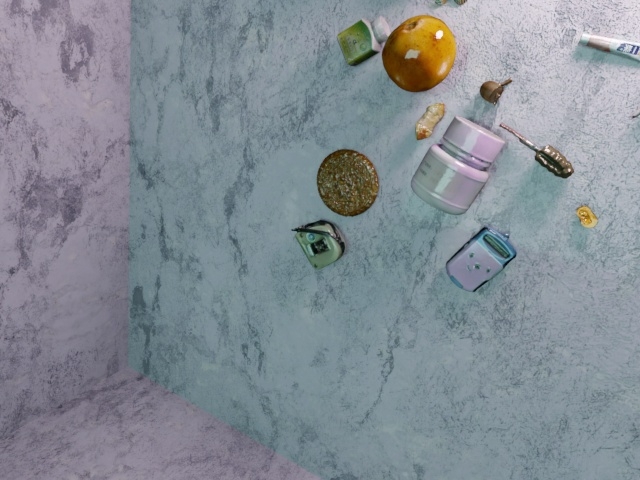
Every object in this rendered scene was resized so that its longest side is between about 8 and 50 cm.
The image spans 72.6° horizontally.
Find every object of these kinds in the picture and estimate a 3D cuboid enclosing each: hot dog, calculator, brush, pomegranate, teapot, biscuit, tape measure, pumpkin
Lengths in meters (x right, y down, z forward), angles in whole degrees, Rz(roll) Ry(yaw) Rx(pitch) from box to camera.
[{"bbox_3d":[0.418,-0.460,1.685,0.078,0.061,0.169,35,99,-19],"label":"hot dog"},{"bbox_3d":[0.633,0.077,1.723,0.173,0.051,0.293,46,120,12],"label":"calculator"},{"bbox_3d":[0.757,-0.326,1.533,0.301,0.084,0.071,45,121,17],"label":"brush"},{"bbox_3d":[0.356,-0.665,1.562,0.264,0.264,0.264,8,107,27],"label":"pomegranate"},{"bbox_3d":[0.631,-0.541,1.560,0.110,0.085,0.080,-40,58,3],"label":"teapot"},{"bbox_3d":[0.114,-0.251,1.922,0.305,0.038,0.305,8,107,27],"label":"biscuit"},{"bbox_3d":[0.000,0.000,2.011,0.207,0.115,0.235,-31,88,34],"label":"tape measure"},{"bbox_3d":[0.935,-0.083,1.527,0.050,0.028,0.083,-25,82,30],"label":"pumpkin"}]

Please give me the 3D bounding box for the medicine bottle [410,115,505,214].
[{"bbox_3d":[0.498,-0.272,1.588,0.241,0.241,0.302,35,118,16],"label":"medicine bottle"}]

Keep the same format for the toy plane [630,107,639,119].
[{"bbox_3d":[1.060,-0.465,1.328,0.160,0.082,0.234,50,139,13],"label":"toy plane"}]

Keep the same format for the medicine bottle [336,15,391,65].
[{"bbox_3d":[0.175,-0.790,1.711,0.188,0.088,0.132,-20,93,32],"label":"medicine bottle"}]

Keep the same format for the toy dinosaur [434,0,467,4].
[{"bbox_3d":[0.500,-0.892,1.538,0.187,0.044,0.106,2,119,15],"label":"toy dinosaur"}]

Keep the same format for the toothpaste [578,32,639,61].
[{"bbox_3d":[0.932,-0.616,1.379,0.205,0.036,0.056,24,115,17],"label":"toothpaste"}]
